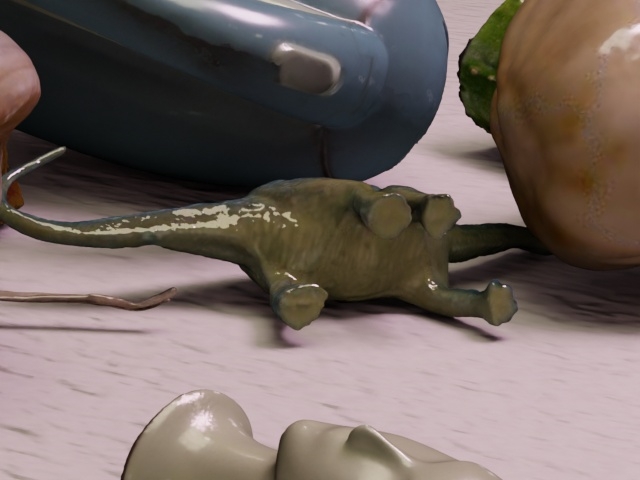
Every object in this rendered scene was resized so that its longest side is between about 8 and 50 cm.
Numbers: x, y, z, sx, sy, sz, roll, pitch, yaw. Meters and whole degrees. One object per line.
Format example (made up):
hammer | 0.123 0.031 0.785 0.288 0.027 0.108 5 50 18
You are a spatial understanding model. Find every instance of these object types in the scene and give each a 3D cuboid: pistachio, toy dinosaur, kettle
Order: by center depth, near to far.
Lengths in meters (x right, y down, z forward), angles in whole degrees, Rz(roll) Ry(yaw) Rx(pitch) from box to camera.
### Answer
toy dinosaur | 0.008 0.002 1.013 0.363 0.076 0.147 3 7 -25
pistachio | 0.207 -0.088 1.093 0.197 0.166 0.288 27 42 18
kettle | -0.089 -0.147 1.186 0.342 0.247 0.319 24 12 21

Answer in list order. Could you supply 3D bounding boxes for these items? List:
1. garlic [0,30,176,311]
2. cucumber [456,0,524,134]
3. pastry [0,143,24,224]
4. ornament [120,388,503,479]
garlic | -0.190 0.011 0.860 0.257 0.207 0.207 36 7 -20
cucumber | 0.216 -0.094 1.303 0.134 0.134 0.244 -6 23 -32
pastry | -0.269 -0.064 1.094 0.189 0.103 0.189 5 17 -2
ornament | 0.006 0.100 0.677 0.156 0.081 0.075 13 27 39
